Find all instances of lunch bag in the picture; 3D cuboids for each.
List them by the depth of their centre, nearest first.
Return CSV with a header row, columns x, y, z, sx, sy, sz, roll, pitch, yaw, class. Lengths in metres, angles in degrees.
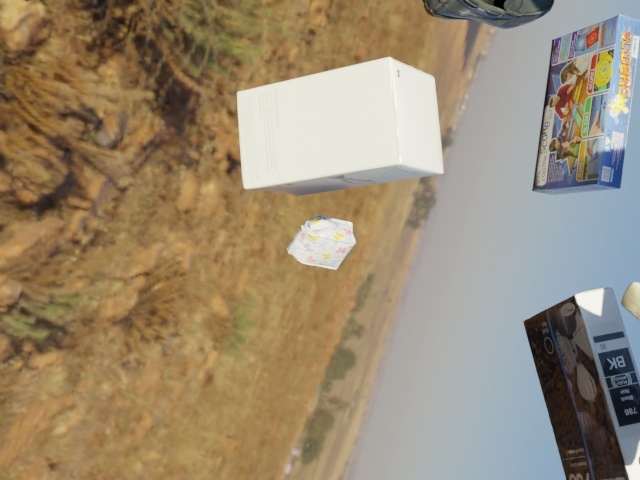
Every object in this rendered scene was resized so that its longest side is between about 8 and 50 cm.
x,y,z,sx,sy,sz,roll,pitch,yaw,class
0.000,0.000,1.336,0.071,0.083,0.053,122,-33,-43,lunch bag

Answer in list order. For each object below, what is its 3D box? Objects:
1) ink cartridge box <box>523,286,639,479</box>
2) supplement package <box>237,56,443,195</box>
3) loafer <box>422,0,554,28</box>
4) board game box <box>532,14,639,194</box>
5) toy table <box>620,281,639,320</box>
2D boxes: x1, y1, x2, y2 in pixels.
x,y,z,sx,sy,sz,roll,pitch,yaw,class
0.367,0.241,1.172,0.165,0.065,0.332,124,-46,-68,ink cartridge box
0.019,-0.109,0.905,0.105,0.179,0.105,4,80,-59,supplement package
0.234,-0.323,1.173,0.078,0.223,0.076,-14,-95,56,loafer
0.322,-0.160,1.093,0.136,0.035,0.201,180,-81,-70,board game box
0.398,0.112,0.774,0.252,0.161,0.274,36,-66,62,toy table
